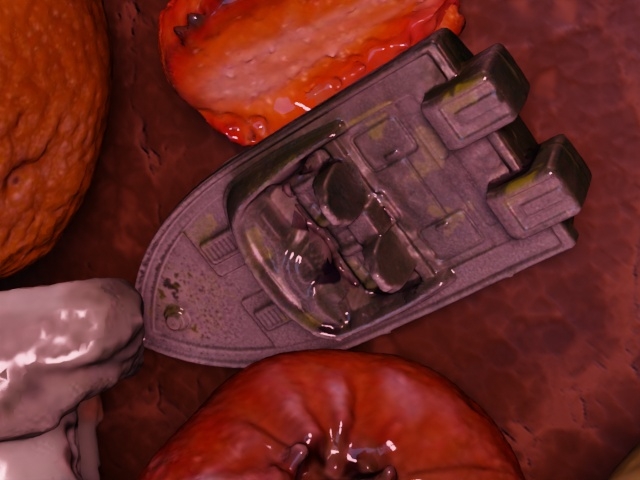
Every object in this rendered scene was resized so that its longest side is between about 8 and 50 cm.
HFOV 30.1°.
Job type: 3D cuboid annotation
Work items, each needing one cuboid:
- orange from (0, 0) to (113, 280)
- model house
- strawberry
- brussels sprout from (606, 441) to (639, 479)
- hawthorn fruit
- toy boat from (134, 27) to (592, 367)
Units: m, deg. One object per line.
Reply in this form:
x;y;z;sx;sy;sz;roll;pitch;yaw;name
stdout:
-0.299;-0.127;0.713;0.357;0.322;0.322;41;117;22;orange
-0.191;0.206;0.714;0.194;0.267;0.325;-6;81;-13;model house
-0.005;-0.130;0.703;0.188;0.082;0.121;-20;132;18;strawberry
0.261;0.222;0.557;0.328;0.247;0.328;2;94;42;brussels sprout
0.004;0.205;0.711;0.242;0.242;0.272;28;140;19;hawthorn fruit
0.000;0.000;0.712;0.319;0.092;0.141;-28;108;32;toy boat
